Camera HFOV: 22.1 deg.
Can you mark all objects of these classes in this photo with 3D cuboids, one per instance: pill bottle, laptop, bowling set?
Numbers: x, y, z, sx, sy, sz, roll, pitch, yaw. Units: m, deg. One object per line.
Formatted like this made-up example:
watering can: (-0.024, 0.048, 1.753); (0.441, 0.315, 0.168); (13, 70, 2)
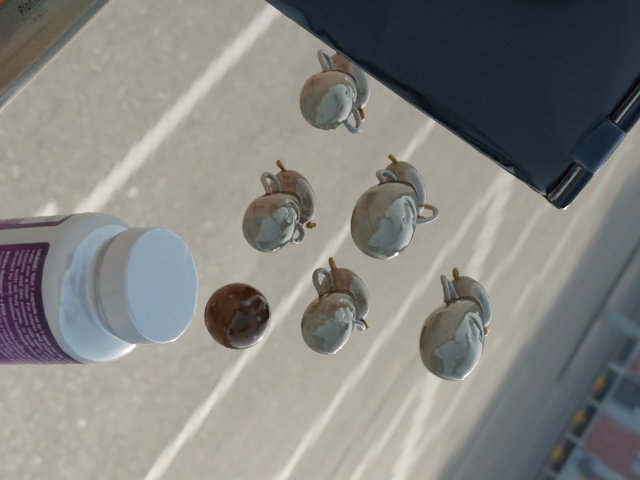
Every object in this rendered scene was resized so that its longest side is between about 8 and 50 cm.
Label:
pill bottle: (-0.290, 0.055, 1.814); (0.169, 0.302, 0.169); (7, 82, -56)
laptop: (0.163, -0.241, 0.935); (0.382, 0.236, 0.408); (-52, -178, 9)
bowling set: (0.000, 0.000, 1.326); (0.200, 0.287, 0.154); (-21, -170, 17)

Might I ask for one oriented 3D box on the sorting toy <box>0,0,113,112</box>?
sorting toy: (-0.123, -0.162, 0.601); (0.347, 0.047, 0.196); (-61, 137, -56)
